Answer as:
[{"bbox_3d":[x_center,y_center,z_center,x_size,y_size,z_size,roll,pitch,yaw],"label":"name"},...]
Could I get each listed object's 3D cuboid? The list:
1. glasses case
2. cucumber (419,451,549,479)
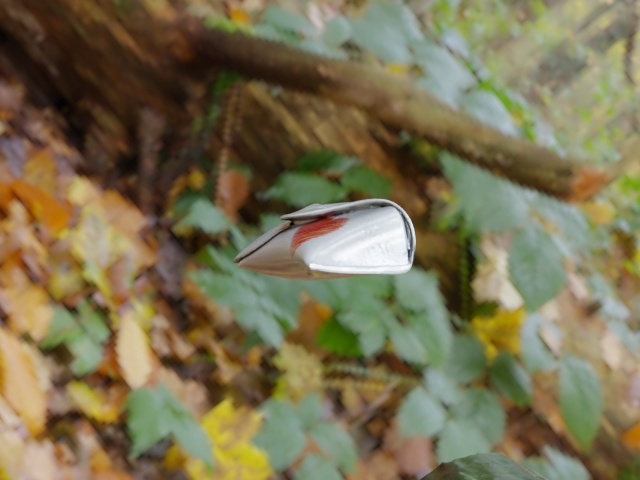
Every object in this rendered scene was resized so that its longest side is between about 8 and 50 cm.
[{"bbox_3d":[-0.002,0.001,1.887,0.308,0.128,0.083,178,-96,-70],"label":"glasses case"},{"bbox_3d":[0.111,0.170,1.014,0.115,0.116,0.062,-163,-105,-80],"label":"cucumber"}]
